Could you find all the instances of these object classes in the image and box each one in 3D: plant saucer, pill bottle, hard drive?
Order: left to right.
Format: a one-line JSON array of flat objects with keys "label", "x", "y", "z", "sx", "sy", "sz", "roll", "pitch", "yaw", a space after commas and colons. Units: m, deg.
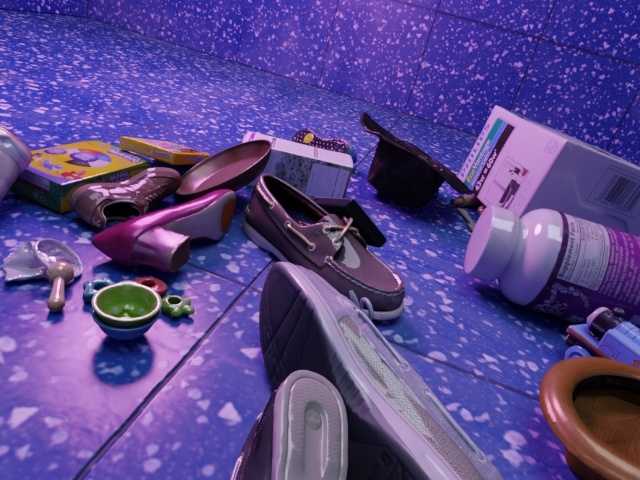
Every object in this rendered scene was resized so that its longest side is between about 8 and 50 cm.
[{"label": "plant saucer", "x": -0.174, "y": -0.125, "z": 0.821, "sx": 0.198, "sy": 0.036, "sz": 0.199, "roll": -19, "pitch": 29, "yaw": 11}, {"label": "hard drive", "x": 0.043, "y": -0.033, "z": 0.746, "sx": 0.094, "sy": 0.022, "sz": 0.135, "roll": 48, "pitch": -14, "yaw": -23}, {"label": "pill bottle", "x": 0.406, "y": 0.046, "z": 0.737, "sx": 0.301, "sy": 0.170, "sz": 0.169, "roll": 18, "pitch": 26, "yaw": 7}]

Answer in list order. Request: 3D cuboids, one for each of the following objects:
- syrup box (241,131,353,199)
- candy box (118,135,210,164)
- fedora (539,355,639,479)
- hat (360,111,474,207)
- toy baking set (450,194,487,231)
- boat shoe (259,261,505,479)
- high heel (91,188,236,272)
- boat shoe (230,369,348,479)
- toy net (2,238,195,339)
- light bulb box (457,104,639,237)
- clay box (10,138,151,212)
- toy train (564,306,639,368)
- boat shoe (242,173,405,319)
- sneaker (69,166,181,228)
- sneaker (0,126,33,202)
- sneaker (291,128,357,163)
[{"label": "syrup box", "x": -0.056, "y": -0.156, "z": 0.966, "sx": 0.236, "sy": 0.093, "sz": 0.096, "roll": 12, "pitch": 26, "yaw": -6}, {"label": "candy box", "x": -0.303, "y": -0.178, "z": 0.893, "sx": 0.105, "sy": 0.027, "sz": 0.206, "roll": 15, "pitch": 11, "yaw": 1}, {"label": "fedora", "x": 0.318, "y": 0.206, "z": 0.460, "sx": 0.194, "sy": 0.079, "sz": 0.194, "roll": 5, "pitch": 28, "yaw": -3}, {"label": "hat", "x": 0.199, "y": -0.166, "z": 1.082, "sx": 0.331, "sy": 0.134, "sz": 0.331, "roll": 30, "pitch": 21, "yaw": -13}, {"label": "toy baking set", "x": 0.430, "y": -0.066, "z": 1.127, "sx": 0.255, "sy": 0.030, "sz": 0.197, "roll": -3, "pitch": 32, "yaw": -34}, {"label": "boat shoe", "x": 0.040, "y": 0.139, "z": 0.422, "sx": 0.103, "sy": 0.118, "sz": 0.320, "roll": 0, "pitch": 33, "yaw": -41}, {"label": "high heel", "x": -0.214, "y": -0.030, "z": 0.662, "sx": 0.117, "sy": 0.082, "sz": 0.244, "roll": 15, "pitch": 33, "yaw": 8}, {"label": "boat shoe", "x": -0.032, "y": 0.206, "z": 0.299, "sx": 0.084, "sy": 0.079, "sz": 0.233, "roll": 35, "pitch": 35, "yaw": -18}, {"label": "toy net", "x": -0.264, "y": 0.040, "z": 0.519, "sx": 0.232, "sy": 0.045, "sz": 0.122, "roll": 24, "pitch": 27, "yaw": 17}, {"label": "light bulb box", "x": 0.597, "y": -0.141, "z": 1.114, "sx": 0.357, "sy": 0.226, "sz": 0.361, "roll": 17, "pitch": 26, "yaw": -13}, {"label": "clay box", "x": -0.394, "y": -0.120, "z": 0.756, "sx": 0.127, "sy": 0.053, "sz": 0.222, "roll": 22, "pitch": 27, "yaw": 12}, {"label": "toy train", "x": 0.406, "y": 0.164, "z": 0.572, "sx": 0.080, "sy": 0.105, "sz": 0.184, "roll": 2, "pitch": 29, "yaw": -26}, {"label": "boat shoe", "x": 0.000, "y": 0.000, "z": 0.683, "sx": 0.116, "sy": 0.097, "sz": 0.324, "roll": -13, "pitch": 38, "yaw": -45}, {"label": "sneaker", "x": -0.289, "y": -0.061, "z": 0.706, "sx": 0.071, "sy": 0.066, "sz": 0.188, "roll": 43, "pitch": 39, "yaw": 16}, {"label": "sneaker", "x": -0.536, "y": -0.093, "z": 0.583, "sx": 0.262, "sy": 0.099, "sz": 0.121, "roll": 1, "pitch": 57, "yaw": 0}, {"label": "sneaker", "x": 0.010, "y": -0.254, "z": 1.250, "sx": 0.209, "sy": 0.069, "sz": 0.082, "roll": 22, "pitch": -7, "yaw": 33}]
